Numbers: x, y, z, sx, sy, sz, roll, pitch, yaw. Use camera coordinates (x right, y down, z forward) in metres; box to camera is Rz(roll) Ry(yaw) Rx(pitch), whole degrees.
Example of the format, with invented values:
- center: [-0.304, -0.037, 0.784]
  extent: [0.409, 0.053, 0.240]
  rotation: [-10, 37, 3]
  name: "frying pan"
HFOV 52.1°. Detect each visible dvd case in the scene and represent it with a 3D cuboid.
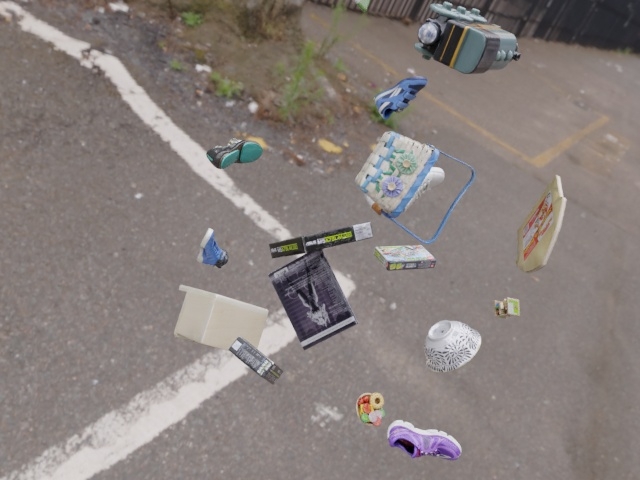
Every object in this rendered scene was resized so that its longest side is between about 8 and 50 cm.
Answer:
- center: [-0.021, 0.150, 1.691]
  extent: [0.221, 0.164, 0.018]
  rotation: [64, 18, 9]
  name: "dvd case"

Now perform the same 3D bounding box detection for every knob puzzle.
- center: [0.456, -0.012, 1.336]
  extent: [0.029, 0.213, 0.213]
  rotation: [20, 27, -2]
  name: "knob puzzle"

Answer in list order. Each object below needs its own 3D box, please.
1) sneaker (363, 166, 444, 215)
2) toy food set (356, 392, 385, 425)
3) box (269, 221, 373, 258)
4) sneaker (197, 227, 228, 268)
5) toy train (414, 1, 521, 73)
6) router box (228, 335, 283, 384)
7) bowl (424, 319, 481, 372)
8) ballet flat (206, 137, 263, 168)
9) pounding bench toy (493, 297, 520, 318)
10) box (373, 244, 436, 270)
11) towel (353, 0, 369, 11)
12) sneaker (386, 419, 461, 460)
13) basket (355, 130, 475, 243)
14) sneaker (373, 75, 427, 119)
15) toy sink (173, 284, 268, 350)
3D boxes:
- center: [0.300, -0.153, 2.206]
  extent: [0.290, 0.106, 0.123]
  rotation: [-20, 57, -9]
  name: "sneaker"
- center: [0.125, 0.421, 1.632]
  extent: [0.083, 0.020, 0.083]
  rotation: [8, 66, -31]
  name: "toy food set"
- center: [0.000, 0.000, 1.562]
  extent: [0.190, 0.045, 0.184]
  rotation: [-13, 3, -28]
  name: "box"
- center: [-0.291, 0.026, 1.823]
  extent: [0.084, 0.152, 0.058]
  rotation: [23, 51, -4]
  name: "sneaker"
- center: [0.368, -0.484, 1.608]
  extent: [0.190, 0.142, 0.333]
  rotation: [35, 29, 24]
  name: "toy train"
- center: [-0.128, 0.243, 1.319]
  extent: [0.092, 0.038, 0.122]
  rotation: [35, -12, 16]
  name: "router box"
- center: [0.344, 0.271, 1.787]
  extent: [0.080, 0.170, 0.170]
  rotation: [56, 20, -20]
  name: "bowl"
- center: [-0.322, -0.333, 2.429]
  extent: [0.096, 0.095, 0.280]
  rotation: [30, 25, 18]
  name: "ballet flat"
- center: [0.563, 0.208, 2.026]
  extent: [0.083, 0.065, 0.052]
  rotation: [12, 70, -31]
  name: "pounding bench toy"
- center: [0.312, 0.063, 2.415]
  extent: [0.206, 0.036, 0.114]
  rotation: [-2, 31, -27]
  name: "box"
- center: [0.068, -0.598, 1.451]
  extent: [0.023, 0.113, 0.152]
  rotation: [11, -16, 47]
  name: "towel"
- center: [0.227, 0.461, 1.453]
  extent: [0.169, 0.068, 0.071]
  rotation: [15, 30, 2]
  name: "sneaker"
- center: [0.259, -0.157, 1.856]
  extent: [0.288, 0.255, 0.201]
  rotation: [28, 8, -12]
  name: "basket"
- center: [0.189, -0.329, 1.506]
  extent: [0.053, 0.144, 0.059]
  rotation: [5, 67, -45]
  name: "sneaker"
- center: [-0.266, 0.203, 1.644]
  extent: [0.152, 0.131, 0.234]
  rotation: [22, -9, -34]
  name: "toy sink"
